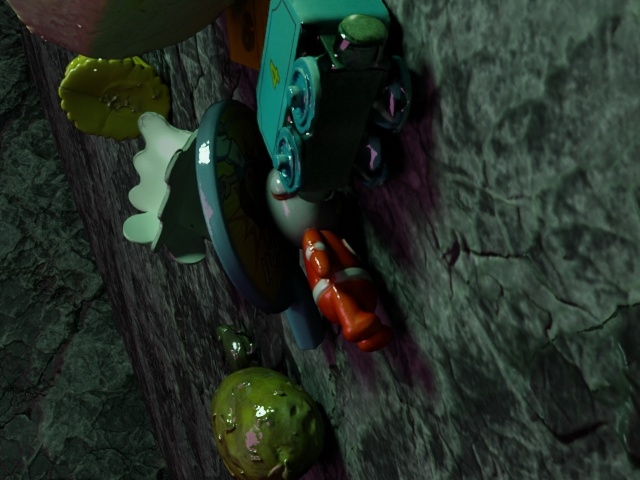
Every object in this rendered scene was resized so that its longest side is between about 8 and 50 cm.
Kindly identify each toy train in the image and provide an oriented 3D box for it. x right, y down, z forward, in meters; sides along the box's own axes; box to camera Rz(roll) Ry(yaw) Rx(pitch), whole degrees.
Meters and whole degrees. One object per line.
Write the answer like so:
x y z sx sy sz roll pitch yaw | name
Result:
0.004 -0.131 0.657 0.198 0.107 0.154 108 148 -51 | toy train

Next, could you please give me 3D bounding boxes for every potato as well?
-0.089 0.272 1.061 0.298 0.141 0.176 142 119 -65 | potato

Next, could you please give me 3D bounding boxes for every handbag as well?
-0.145 0.174 1.241 0.111 0.047 0.072 42 146 51 | handbag

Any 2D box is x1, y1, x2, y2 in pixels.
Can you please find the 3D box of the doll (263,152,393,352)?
0.000 0.000 0.756 0.245 0.076 0.142 65 -173 26 | doll

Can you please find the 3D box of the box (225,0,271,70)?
-0.074 -0.243 0.857 0.155 0.023 0.087 37 139 55 | box

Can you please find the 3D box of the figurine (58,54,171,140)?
-0.404 -0.344 1.374 0.168 0.187 0.315 99 154 -42 | figurine

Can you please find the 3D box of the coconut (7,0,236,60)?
-0.222 -0.373 0.744 0.310 0.297 0.297 61 156 1 | coconut

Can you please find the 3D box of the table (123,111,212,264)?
-0.201 -0.089 1.086 0.167 0.166 0.198 60 145 31 | table

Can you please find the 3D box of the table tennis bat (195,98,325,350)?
-0.059 -0.004 0.827 0.215 0.044 0.329 -79 -27 -51 | table tennis bat
